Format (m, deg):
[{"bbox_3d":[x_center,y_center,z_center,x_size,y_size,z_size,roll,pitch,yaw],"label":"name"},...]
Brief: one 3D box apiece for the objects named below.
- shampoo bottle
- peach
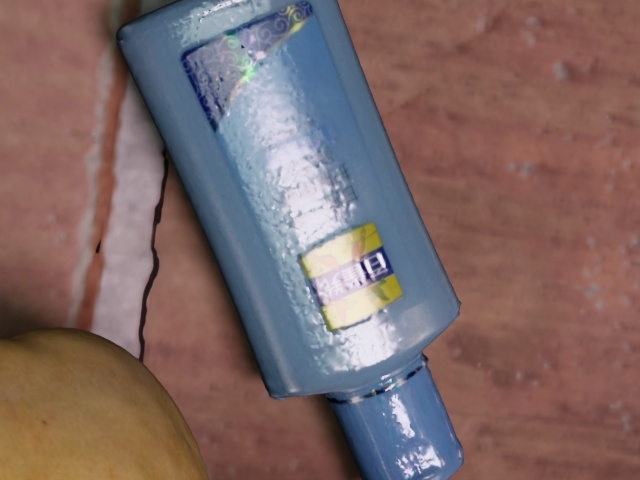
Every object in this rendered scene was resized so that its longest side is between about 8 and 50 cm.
[{"bbox_3d":[0.000,0.000,0.823,0.104,0.061,0.258,-25,100,-9],"label":"shampoo bottle"},{"bbox_3d":[-0.149,0.149,0.724,0.232,0.232,0.232,-1,95,-14],"label":"peach"}]
